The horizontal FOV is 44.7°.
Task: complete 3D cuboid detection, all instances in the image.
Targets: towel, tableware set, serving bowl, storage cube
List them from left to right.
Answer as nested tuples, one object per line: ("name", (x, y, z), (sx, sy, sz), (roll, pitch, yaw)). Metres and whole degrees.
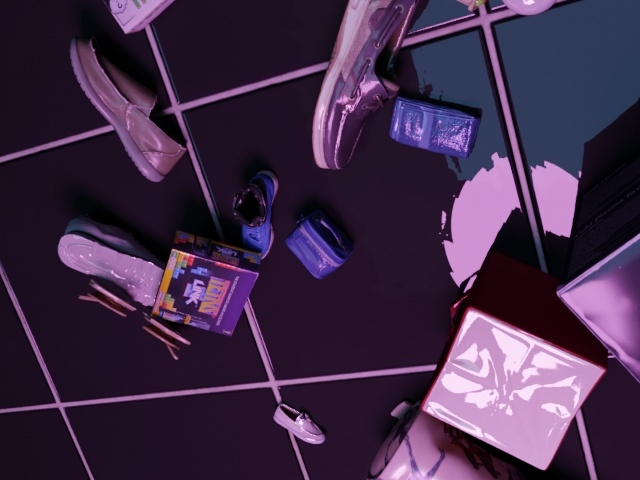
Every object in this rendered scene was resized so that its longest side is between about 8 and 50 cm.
("tableware set", (-0.314, 0.134, 1.314), (0.194, 0.128, 0.039), (35, 80, -15))
("towel", (0.157, -0.157, 1.087), (0.119, 0.029, 0.067), (16, 117, 14))
("storage cube", (0.270, 0.159, 1.079), (0.214, 0.193, 0.184), (25, 118, 9))
("serving bowl", (0.263, -0.325, 0.977), (0.083, 0.027, 0.084), (7, 113, 18))

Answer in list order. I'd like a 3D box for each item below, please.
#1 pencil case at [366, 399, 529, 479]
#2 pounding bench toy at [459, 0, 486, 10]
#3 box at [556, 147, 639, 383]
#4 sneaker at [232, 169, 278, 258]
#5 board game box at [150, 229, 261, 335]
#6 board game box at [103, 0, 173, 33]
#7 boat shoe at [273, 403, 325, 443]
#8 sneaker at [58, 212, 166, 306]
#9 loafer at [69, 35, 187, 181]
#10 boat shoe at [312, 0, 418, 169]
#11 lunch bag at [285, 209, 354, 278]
("pencil case", (0.267, 0.407, 1.194), (0.410, 0.183, 0.160), (32, 114, 9))
("pounding bench toy", (0.180, -0.323, 0.978), (0.065, 0.083, 0.052), (29, 118, 9))
("box", (0.464, 0.069, 0.897), (0.343, 0.312, 0.179), (46, 119, -2))
("sneaker", (-0.107, -0.028, 1.212), (0.058, 0.084, 0.152), (20, 117, 13))
("board game box", (-0.187, 0.073, 1.259), (0.141, 0.048, 0.170), (17, 133, -11))
("board game box", (-0.223, -0.462, 1.098), (0.305, 0.053, 0.193), (-31, 98, 29))
("boat shoe", (-0.034, 0.317, 1.356), (0.100, 0.035, 0.035), (29, 122, 16))
("sneaker", (-0.324, 0.031, 1.328), (0.235, 0.095, 0.090), (33, 116, -16))
("loafer", (-0.296, -0.216, 1.219), (0.087, 0.094, 0.251), (-31, 108, 4))
("boat shoe", (0.063, -0.222, 1.058), (0.092, 0.103, 0.285), (23, 112, 17))
("lunch bag", (0.000, 0.000, 1.192), (0.098, 0.067, 0.065), (48, 119, -1))
